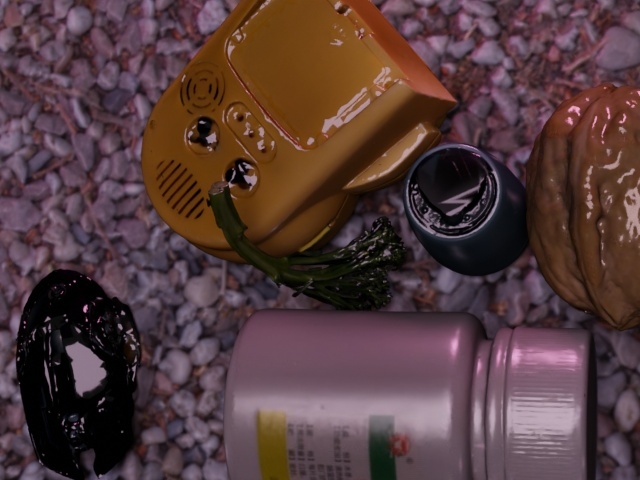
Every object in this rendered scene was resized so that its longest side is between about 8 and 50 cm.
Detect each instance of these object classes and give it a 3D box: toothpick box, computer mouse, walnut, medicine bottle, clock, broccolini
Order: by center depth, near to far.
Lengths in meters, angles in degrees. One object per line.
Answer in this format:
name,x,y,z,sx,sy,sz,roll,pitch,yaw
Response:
walnut,0.295,-0.034,1.346,0.198,0.198,0.245,0,81,15
medicine bottle,0.093,0.172,1.355,0.340,0.208,0.208,1,82,15
toothpick box,0.145,-0.034,1.386,0.120,0.184,0.120,-2,80,14
broccolini,-0.006,-0.002,1.388,0.123,0.271,0.062,-54,43,0
clock,-0.046,-0.119,1.457,0.317,0.200,0.244,-42,71,14
computer mouse,-0.275,0.145,1.525,0.146,0.077,0.241,-16,78,14
